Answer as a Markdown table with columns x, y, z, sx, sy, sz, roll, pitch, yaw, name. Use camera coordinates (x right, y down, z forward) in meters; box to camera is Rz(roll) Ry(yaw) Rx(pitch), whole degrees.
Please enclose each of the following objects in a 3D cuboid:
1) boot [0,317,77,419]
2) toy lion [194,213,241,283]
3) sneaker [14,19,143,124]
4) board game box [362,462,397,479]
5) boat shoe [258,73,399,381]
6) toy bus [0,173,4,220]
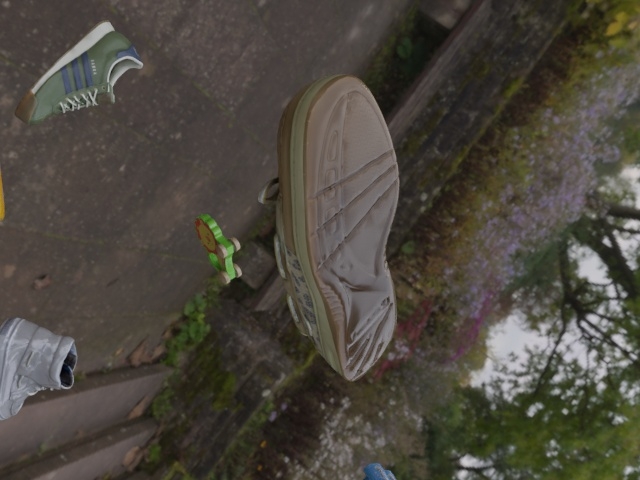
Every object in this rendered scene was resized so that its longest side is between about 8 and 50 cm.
| x | y | z | sx | sy | sz | roll | pitch | yaw | name |
| --- | --- | --- | --- | --- | --- | --- | --- | --- | --- |
| -0.489 | 0.240 | 1.073 | 0.095 | 0.124 | 0.258 | -79 | -167 | -47 | boot |
| -0.170 | 0.008 | 1.013 | 0.034 | 0.096 | 0.100 | -32 | 144 | -30 | toy lion |
| -0.336 | -0.222 | 0.900 | 0.192 | 0.086 | 0.064 | -52 | -170 | -14 | sneaker |
| 0.031 | 0.499 | 0.939 | 0.390 | 0.050 | 0.390 | -43 | 140 | 4 | board game box |
| 0.000 | 0.000 | 0.505 | 0.105 | 0.089 | 0.285 | -36 | 137 | -33 | boat shoe |
| -0.414 | -0.175 | 0.650 | 0.108 | 0.332 | 0.130 | -6 | 177 | -40 | toy bus |
